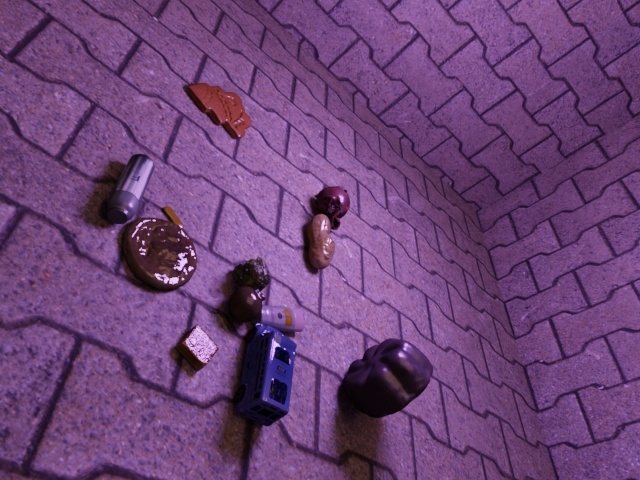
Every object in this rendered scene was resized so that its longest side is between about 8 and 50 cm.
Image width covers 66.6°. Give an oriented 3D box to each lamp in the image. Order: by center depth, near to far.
[{"bbox_3d":[0.063,-0.160,2.138,0.151,0.215,0.223,-13,51,-10],"label":"lamp"}]

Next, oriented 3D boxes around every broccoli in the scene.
[{"bbox_3d":[-0.221,0.114,1.571,0.120,0.130,0.131,18,38,17],"label":"broccoli"}]

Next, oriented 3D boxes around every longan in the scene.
[{"bbox_3d":[-0.224,0.191,1.489,0.119,0.106,0.106,-31,86,-29],"label":"longan"}]

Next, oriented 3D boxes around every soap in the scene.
[{"bbox_3d":[-0.456,-0.070,1.515,0.089,0.012,0.034,54,31,-1],"label":"soap"}]

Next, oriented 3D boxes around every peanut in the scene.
[{"bbox_3d":[0.000,0.000,1.974,0.101,0.117,0.263,52,22,-45],"label":"peanut"}]

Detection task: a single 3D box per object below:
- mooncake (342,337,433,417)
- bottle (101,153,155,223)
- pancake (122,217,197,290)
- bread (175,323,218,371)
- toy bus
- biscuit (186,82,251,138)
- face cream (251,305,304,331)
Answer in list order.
[{"bbox_3d":[0.218,0.459,1.648,0.154,0.306,0.306,51,31,-3],"label":"mooncake"},{"bbox_3d":[-0.555,-0.153,1.405,0.096,0.079,0.254,5,45,-4],"label":"bottle"},{"bbox_3d":[-0.452,0.027,1.394,0.242,0.050,0.242,35,35,-30],"label":"pancake"},{"bbox_3d":[-0.332,0.289,1.319,0.094,0.035,0.090,50,31,-8],"label":"bread"},{"bbox_3d":[-0.147,0.366,1.402,0.125,0.133,0.292,36,36,-27],"label":"toy bus"},{"bbox_3d":[-0.411,-0.556,2.008,0.306,0.043,0.284,23,44,-41],"label":"biscuit"},{"bbox_3d":[-0.136,0.255,1.595,0.198,0.057,0.084,15,54,-46],"label":"face cream"}]
